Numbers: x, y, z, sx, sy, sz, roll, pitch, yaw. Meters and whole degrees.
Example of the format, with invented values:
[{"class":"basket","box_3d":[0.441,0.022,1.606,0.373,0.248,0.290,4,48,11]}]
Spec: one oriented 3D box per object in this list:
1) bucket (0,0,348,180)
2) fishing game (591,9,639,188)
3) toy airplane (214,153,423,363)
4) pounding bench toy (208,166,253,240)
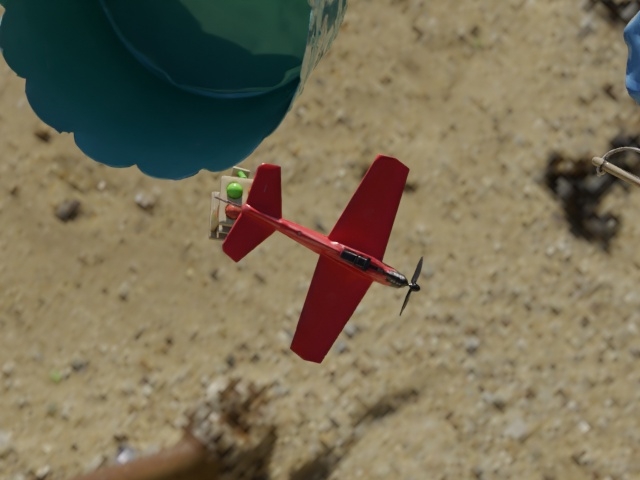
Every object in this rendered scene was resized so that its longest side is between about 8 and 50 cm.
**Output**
[{"class":"bucket","box_3d":[-0.112,-0.205,1.486,0.281,0.281,0.183,40,24,-1]},{"class":"fishing game","box_3d":[0.303,-0.145,1.321,0.041,0.264,0.189,16,12,-46]},{"class":"toy airplane","box_3d":[0.000,0.000,1.206,0.151,0.028,0.151,0,90,-8]},{"class":"pounding bench toy","box_3d":[-0.083,-0.047,1.890,0.052,0.065,0.083,7,71,-12]}]
